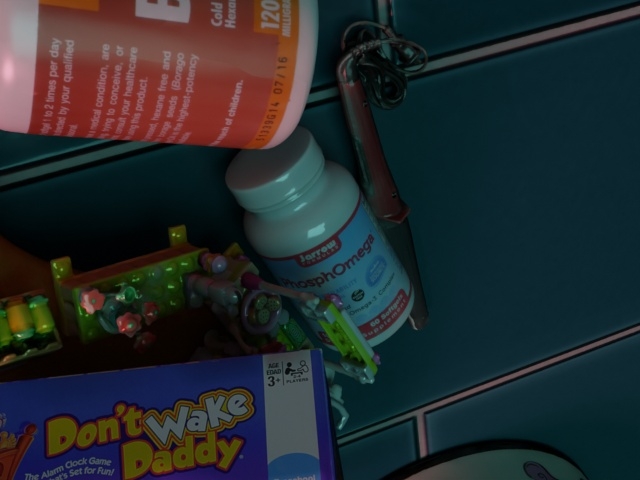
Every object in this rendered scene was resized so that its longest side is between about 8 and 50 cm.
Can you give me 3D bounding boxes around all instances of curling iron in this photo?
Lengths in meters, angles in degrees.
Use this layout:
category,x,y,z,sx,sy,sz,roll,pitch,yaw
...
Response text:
category,x,y,z,sx,sy,sz,roll,pitch,yaw
curling iron,0.060,-0.035,0.616,0.068,0.035,0.274,-20,123,-12

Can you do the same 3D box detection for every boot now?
category,x,y,z,sx,sy,sz,roll,pitch,yaw
boot,-0.153,0.044,0.541,0.211,0.104,0.295,-13,126,-23

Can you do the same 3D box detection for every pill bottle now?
category,x,y,z,sx,sy,sz,roll,pitch,yaw
pill bottle,-0.120,-0.116,0.441,0.216,0.121,0.121,1,117,-24
pill bottle,0.000,0.000,0.578,0.087,0.087,0.160,-35,125,-2

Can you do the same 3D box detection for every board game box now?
category,x,y,z,sx,sy,sz,roll,pitch,yaw
board game box,-0.097,0.195,0.529,0.233,0.078,0.347,-6,145,1

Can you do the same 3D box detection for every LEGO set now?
category,x,y,z,sx,sy,sz,roll,pitch,yaw
LEGO set,-0.062,0.061,0.494,0.287,0.107,0.132,30,78,-44

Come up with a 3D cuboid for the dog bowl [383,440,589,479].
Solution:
category,x,y,z,sx,sy,sz,roll,pitch,yaw
dog bowl,0.158,0.416,0.841,0.408,0.150,0.408,-11,121,-18
